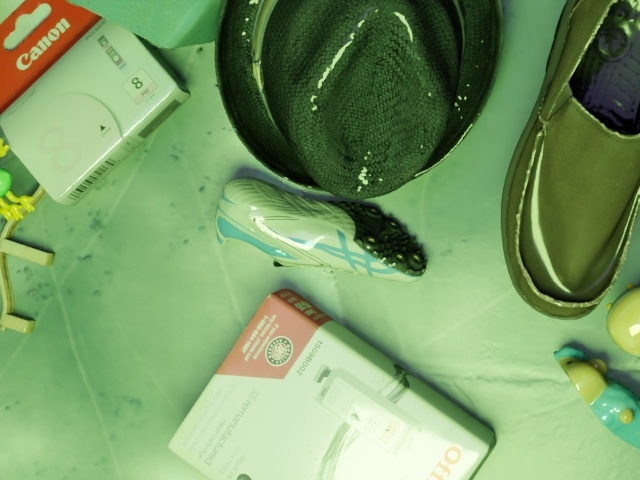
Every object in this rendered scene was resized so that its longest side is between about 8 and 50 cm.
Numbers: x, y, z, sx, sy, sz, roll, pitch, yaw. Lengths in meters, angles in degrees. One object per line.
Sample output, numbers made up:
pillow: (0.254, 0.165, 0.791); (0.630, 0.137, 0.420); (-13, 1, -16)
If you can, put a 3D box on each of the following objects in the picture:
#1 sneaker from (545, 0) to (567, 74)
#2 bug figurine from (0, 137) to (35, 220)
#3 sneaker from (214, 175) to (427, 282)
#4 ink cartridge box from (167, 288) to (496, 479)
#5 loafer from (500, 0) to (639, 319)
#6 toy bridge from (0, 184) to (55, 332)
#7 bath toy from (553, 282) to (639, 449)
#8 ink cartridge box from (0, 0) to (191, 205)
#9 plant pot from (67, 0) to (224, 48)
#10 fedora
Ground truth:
sneaker: (0.295, -0.163, 1.536); (0.121, 0.099, 0.262); (15, 99, 3)
bug figurine: (-0.449, -0.083, 1.626); (0.216, 0.072, 0.279); (-27, 93, 27)
sneaker: (0.000, 0.000, 1.590); (0.237, 0.085, 0.086); (19, 126, 4)
ink cartridge box: (0.017, 0.214, 1.552); (0.283, 0.117, 0.207); (34, 94, 9)
loafer: (0.262, -0.097, 1.433); (0.134, 0.130, 0.365); (8, 98, -1)
toy bridge: (-0.336, 0.013, 1.666); (0.063, 0.026, 0.188); (18, 92, 12)
bath toy: (0.407, 0.053, 1.492); (0.348, 0.129, 0.151); (-40, 126, 8)
ink cartridge box: (-0.287, -0.182, 1.635); (0.189, 0.066, 0.232); (-43, 78, 6)
plant pot: (-0.152, -0.346, 1.546); (0.248, 0.247, 0.252); (28, 108, 9)
fedora: (0.047, -0.163, 1.467); (0.334, 0.152, 0.334); (-4, 125, -5)
